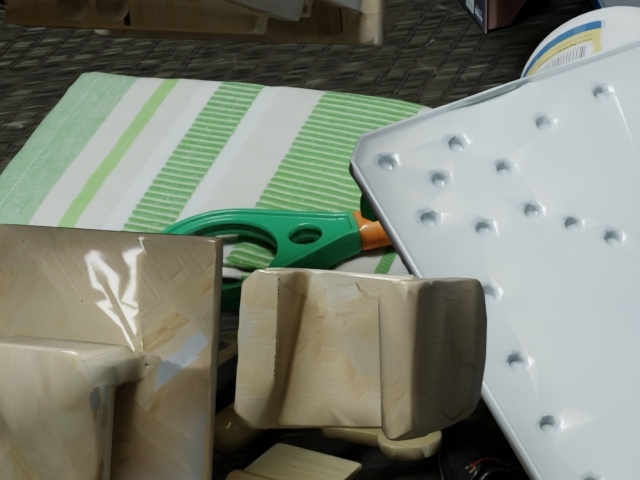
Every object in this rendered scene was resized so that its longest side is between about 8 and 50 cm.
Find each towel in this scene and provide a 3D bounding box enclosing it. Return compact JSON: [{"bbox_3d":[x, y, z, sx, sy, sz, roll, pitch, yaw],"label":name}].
[{"bbox_3d":[-0.066,-0.038,1.358,0.325,0.038,0.248,6,37,18],"label":"towel"}]

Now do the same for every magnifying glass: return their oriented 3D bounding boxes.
[{"bbox_3d":[0.000,0.000,1.239,0.231,0.026,0.092,-13,34,-6],"label":"magnifying glass"}]

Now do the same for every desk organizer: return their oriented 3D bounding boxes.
[{"bbox_3d":[0.135,-0.223,1.578,0.050,0.047,0.130,-12,36,-13],"label":"desk organizer"}]

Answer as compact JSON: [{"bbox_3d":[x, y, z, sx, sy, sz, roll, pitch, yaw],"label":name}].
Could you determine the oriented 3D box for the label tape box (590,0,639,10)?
[{"bbox_3d":[0.275,-0.235,1.510,0.348,0.115,0.249,-9,36,-5],"label":"label tape box"}]

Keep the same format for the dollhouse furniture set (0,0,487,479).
[{"bbox_3d":[-0.092,0.017,0.964,0.362,0.394,0.256,4,1,18],"label":"dollhouse furniture set"}]

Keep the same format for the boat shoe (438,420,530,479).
[{"bbox_3d":[0.101,0.140,1.078,0.049,0.042,0.133,-15,35,-10],"label":"boat shoe"}]

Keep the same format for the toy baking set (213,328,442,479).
[{"bbox_3d":[-0.031,0.107,1.116,0.197,0.030,0.256,-13,20,-24],"label":"toy baking set"}]

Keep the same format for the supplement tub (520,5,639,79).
[{"bbox_3d":[0.189,-0.039,1.220,0.144,0.144,0.199,2,40,11],"label":"supplement tub"}]

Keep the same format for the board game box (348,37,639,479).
[{"bbox_3d":[0.266,0.049,1.045,0.390,0.050,0.390,-20,63,-19],"label":"board game box"}]
